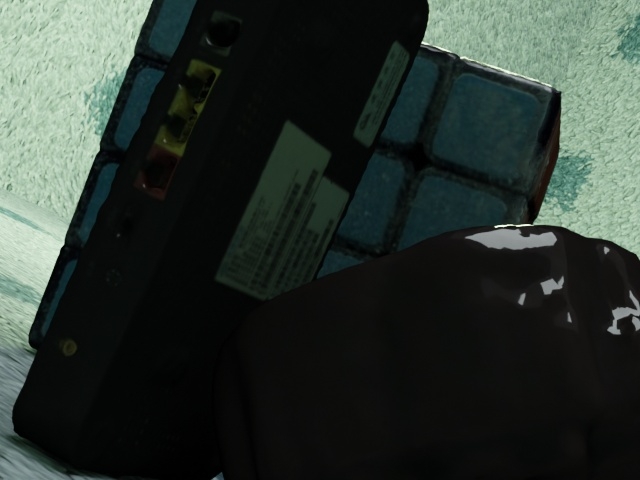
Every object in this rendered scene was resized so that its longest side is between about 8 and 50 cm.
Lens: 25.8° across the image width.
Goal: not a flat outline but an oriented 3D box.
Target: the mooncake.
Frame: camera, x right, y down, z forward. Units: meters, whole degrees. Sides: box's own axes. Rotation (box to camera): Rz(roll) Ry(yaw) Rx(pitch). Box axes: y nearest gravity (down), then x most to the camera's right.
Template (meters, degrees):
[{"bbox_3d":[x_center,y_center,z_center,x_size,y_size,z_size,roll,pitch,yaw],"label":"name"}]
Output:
[{"bbox_3d":[0.077,0.108,0.819,0.283,0.141,0.283,-9,-24,-4],"label":"mooncake"}]

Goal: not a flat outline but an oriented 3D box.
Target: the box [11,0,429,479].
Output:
[{"bbox_3d":[-0.048,-0.026,0.840,0.058,0.350,0.211,24,-2,22],"label":"box"}]

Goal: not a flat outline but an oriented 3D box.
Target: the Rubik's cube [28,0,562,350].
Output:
[{"bbox_3d":[0.000,0.000,1.213,0.337,0.344,0.344,18,-2,10],"label":"Rubik's cube"}]
